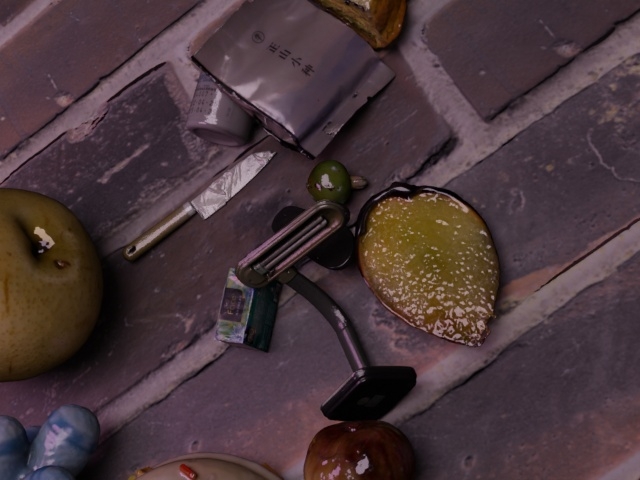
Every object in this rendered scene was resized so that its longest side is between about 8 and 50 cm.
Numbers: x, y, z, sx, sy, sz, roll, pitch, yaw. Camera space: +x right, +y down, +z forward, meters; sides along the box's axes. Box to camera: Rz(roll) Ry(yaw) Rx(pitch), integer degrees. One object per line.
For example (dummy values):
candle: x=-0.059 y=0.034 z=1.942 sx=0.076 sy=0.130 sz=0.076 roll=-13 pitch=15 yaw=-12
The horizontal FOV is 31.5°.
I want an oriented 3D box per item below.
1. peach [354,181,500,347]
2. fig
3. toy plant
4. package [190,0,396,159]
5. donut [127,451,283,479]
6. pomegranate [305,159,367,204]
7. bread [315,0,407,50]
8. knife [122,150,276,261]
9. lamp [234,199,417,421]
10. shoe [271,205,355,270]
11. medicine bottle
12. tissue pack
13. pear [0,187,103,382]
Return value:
peach: x=0.161 y=0.040 z=1.605 sx=0.189 sy=0.068 sz=0.279 roll=-29 pitch=65 yaw=5
fig: x=0.044 y=0.352 z=1.520 sx=0.160 sy=0.143 sz=0.231 roll=9 pitch=84 yaw=56
toy plant: x=-0.438 y=0.388 z=1.674 sx=0.247 sy=0.247 sz=0.332 roll=34 pitch=82 yaw=27
package: x=-0.043 y=-0.264 z=1.742 sx=0.251 sy=0.062 sz=0.204 roll=41 pitch=76 yaw=6
donut: x=-0.176 y=0.476 z=1.555 sx=0.382 sy=0.142 sz=0.383 roll=-5 pitch=75 yaw=17
pomegranate: x=0.021 y=-0.089 z=1.704 sx=0.084 sy=0.073 sz=0.073 roll=-28 pitch=60 yaw=-28
bread: x=0.043 y=-0.415 z=1.757 sx=0.260 sy=0.129 sz=0.134 roll=36 pitch=82 yaw=26
knife: x=-0.190 y=-0.054 z=1.805 sx=0.298 sy=0.017 sz=0.047 roll=-37 pitch=66 yaw=4
lamp: x=0.035 y=0.094 z=1.573 sx=0.203 sy=0.124 sz=0.283 roll=-46 pitch=67 yaw=34
shoe: x=0.000 y=0.000 z=1.697 sx=0.179 sy=0.049 sz=0.071 roll=28 pitch=80 yaw=46
medicine bottle: x=-0.143 y=-0.241 z=1.792 sx=0.105 sy=0.105 sz=0.168 roll=12 pitch=80 yaw=25
tissue pack: x=-0.116 y=0.102 z=1.688 sx=0.079 sy=0.085 sz=0.111 roll=6 pitch=77 yaw=25
pear: x=-0.491 y=0.075 z=1.741 sx=0.309 sy=0.309 sz=0.309 roll=-6 pitch=72 yaw=20
